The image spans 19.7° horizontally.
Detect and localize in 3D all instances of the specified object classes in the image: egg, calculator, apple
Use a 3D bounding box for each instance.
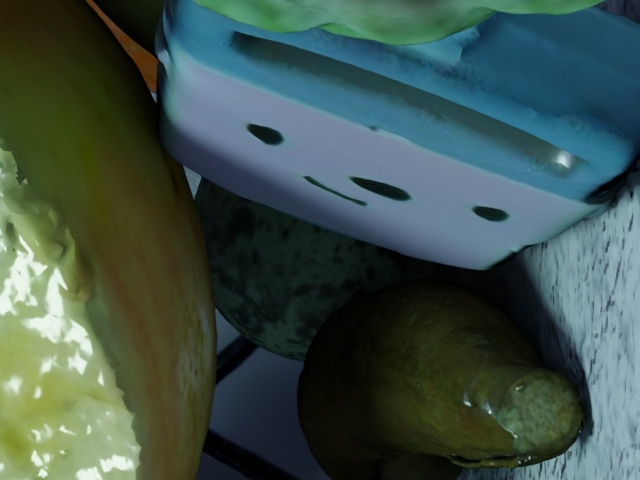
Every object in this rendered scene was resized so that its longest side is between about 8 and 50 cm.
[{"bbox_3d":[0.000,0.000,0.970,0.172,0.132,0.132,76,-173,-65],"label":"egg"},{"bbox_3d":[0.024,-0.048,0.661,0.293,0.173,0.051,124,167,-78],"label":"calculator"},{"bbox_3d":[-0.166,0.044,0.821,0.309,0.252,0.314,69,167,-16],"label":"apple"}]

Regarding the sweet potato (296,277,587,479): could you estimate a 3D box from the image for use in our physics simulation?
[{"bbox_3d":[0.053,0.070,0.835,0.112,0.085,0.286,54,160,-3],"label":"sweet potato"}]

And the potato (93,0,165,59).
[{"bbox_3d":[-0.028,-0.224,0.855,0.202,0.218,0.351,-34,43,33],"label":"potato"}]

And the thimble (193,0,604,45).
[{"bbox_3d":[0.028,-0.156,0.387,0.219,0.219,0.150,98,167,-54],"label":"thimble"}]

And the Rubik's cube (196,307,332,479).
[{"bbox_3d":[-0.101,0.218,1.134,0.307,0.310,0.305,-100,10,-50],"label":"Rubik's cube"}]

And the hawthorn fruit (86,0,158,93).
[{"bbox_3d":[-0.086,-0.177,1.106,0.199,0.251,0.199,-168,90,-83],"label":"hawthorn fruit"}]
